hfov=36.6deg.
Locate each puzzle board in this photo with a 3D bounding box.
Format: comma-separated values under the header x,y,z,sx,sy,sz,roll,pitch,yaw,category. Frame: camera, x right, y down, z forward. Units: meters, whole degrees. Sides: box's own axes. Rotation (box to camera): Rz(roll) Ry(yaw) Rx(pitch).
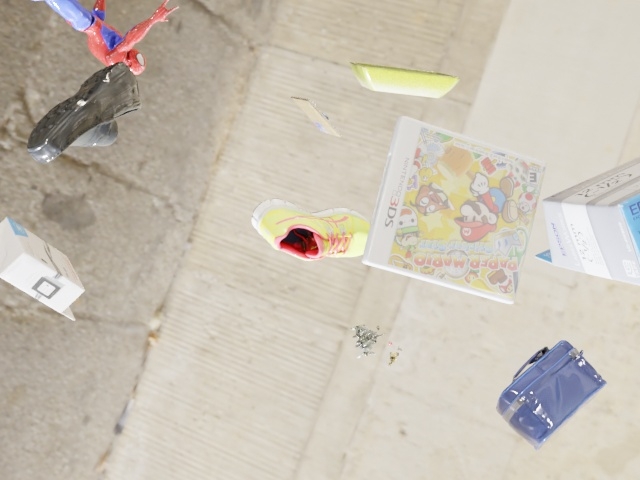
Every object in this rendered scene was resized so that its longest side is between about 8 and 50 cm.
x,y,z,sx,sy,sz,roll,pitch,yaw,category
-0.008,-0.244,1.886,0.011,0.096,0.128,-46,-161,-3,puzzle board

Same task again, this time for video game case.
x,y,z,sx,sy,sz,roll,pitch,yaw,category
0.186,-0.040,1.322,0.026,0.227,0.206,177,-72,-73,video game case

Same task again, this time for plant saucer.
x,y,z,sx,sy,sz,roll,pitch,yaw,category
0.157,-0.309,1.872,0.188,0.188,0.045,-116,-148,-76,plant saucer

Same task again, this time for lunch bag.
x,y,z,sx,sy,sz,roll,pitch,yaw,category
0.212,0.137,0.895,0.098,0.065,0.067,-39,161,-14,lunch bag

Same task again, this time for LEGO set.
x,y,z,sx,sy,sz,roll,pitch,yaw,category
0.075,0.145,1.377,0.023,0.083,0.054,52,52,-66,LEGO set

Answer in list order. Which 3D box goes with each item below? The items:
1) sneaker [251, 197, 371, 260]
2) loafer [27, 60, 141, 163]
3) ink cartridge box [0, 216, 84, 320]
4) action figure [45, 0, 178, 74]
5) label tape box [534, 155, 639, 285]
x,y,z,sx,sy,sz,roll,pitch,yaw,category
0.000,0.000,1.469,0.208,0.094,0.081,6,119,-26,sneaker
-0.285,-0.151,1.210,0.078,0.076,0.223,60,30,-21,loafer
-0.460,0.049,1.599,0.060,0.104,0.180,-44,138,3,ink cartridge box
-0.313,-0.338,1.317,0.139,0.091,0.280,-48,136,-2,action figure
0.434,-0.053,1.264,0.347,0.249,0.115,-149,-144,-79,label tape box
